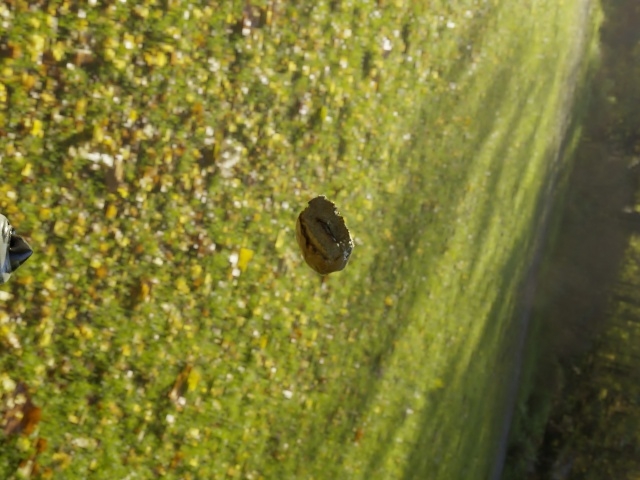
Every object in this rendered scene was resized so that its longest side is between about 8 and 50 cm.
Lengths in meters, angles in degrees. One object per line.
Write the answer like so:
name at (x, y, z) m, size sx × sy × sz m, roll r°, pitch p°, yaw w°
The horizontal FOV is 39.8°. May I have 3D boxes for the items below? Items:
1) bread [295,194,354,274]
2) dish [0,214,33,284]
bread at (0.000, -0.001, 1.552) m, size 0.082 × 0.125 × 0.106 m, roll -21°, pitch 157°, yaw -27°
dish at (-0.576, 0.016, 1.651) m, size 0.141 × 0.078 × 0.141 m, roll 178°, pitch -90°, yaw -80°
